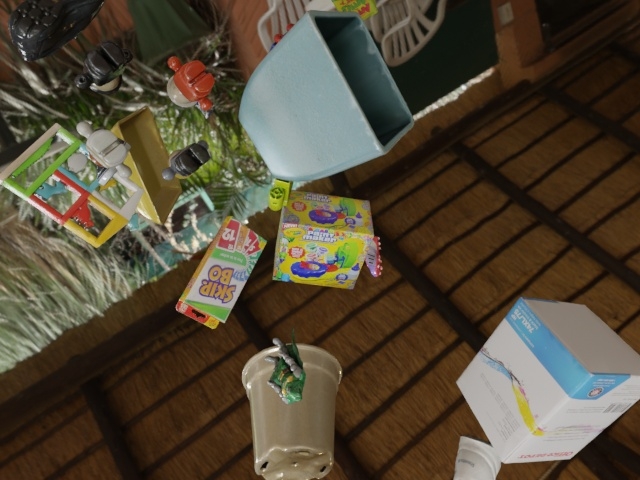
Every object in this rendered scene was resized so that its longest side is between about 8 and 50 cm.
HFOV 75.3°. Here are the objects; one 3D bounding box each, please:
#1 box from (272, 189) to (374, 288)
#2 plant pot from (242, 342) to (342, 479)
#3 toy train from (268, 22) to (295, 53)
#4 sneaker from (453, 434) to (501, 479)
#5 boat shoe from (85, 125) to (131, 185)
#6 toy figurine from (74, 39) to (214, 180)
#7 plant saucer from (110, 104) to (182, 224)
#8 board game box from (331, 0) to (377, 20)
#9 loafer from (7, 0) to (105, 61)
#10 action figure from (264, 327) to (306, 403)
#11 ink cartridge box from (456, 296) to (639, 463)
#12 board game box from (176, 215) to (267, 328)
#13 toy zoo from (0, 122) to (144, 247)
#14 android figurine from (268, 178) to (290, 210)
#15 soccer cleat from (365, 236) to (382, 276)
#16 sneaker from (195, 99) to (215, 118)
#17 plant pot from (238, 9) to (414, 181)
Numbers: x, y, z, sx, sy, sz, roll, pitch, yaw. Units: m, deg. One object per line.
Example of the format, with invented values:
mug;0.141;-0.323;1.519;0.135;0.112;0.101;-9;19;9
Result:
box;0.000;0.000;1.419;0.290;0.279;0.177;7;-136;-7
plant pot;-0.082;0.543;1.270;0.334;0.334;0.305;-23;-144;11
toy train;-0.066;-0.651;1.408;0.105;0.143;0.248;-49;-171;52
sneaker;0.355;0.581;0.927;0.111;0.297;0.129;-9;-157;46
boat shoe;-0.498;-0.194;0.947;0.065;0.083;0.183;-42;-147;17
toy figurine;-0.293;-0.209;0.706;0.213;0.209;0.148;-2;-173;-31
plant saucer;-0.585;-0.250;1.377;0.081;0.332;0.332;-14;-153;0
board game box;0.082;-0.676;1.142;0.092;0.043;0.181;-18;165;24
loafer;-0.435;-0.386;0.703;0.078;0.076;0.223;-38;-154;53
action figure;-0.075;0.284;0.898;0.137;0.063;0.232;-69;-163;0
ink cartridge box;0.460;0.286;0.847;0.198;0.270;0.197;10;-149;-23
board game box;-0.240;0.080;1.027;0.039;0.124;0.259;5;-117;50
toy zoo;-0.572;-0.118;1.011;0.030;0.293;0.192;-16;-140;46
android figurine;-0.099;-0.206;1.211;0.273;0.056;0.248;120;-16;-72
soccer cleat;0.237;0.076;1.952;0.095;0.083;0.248;-7;-136;14
sneaker;-0.410;-0.478;1.470;0.052;0.058;0.135;-57;-170;-9
plant pot;-0.007;-0.252;0.804;0.252;0.247;0.248;-23;-165;33
